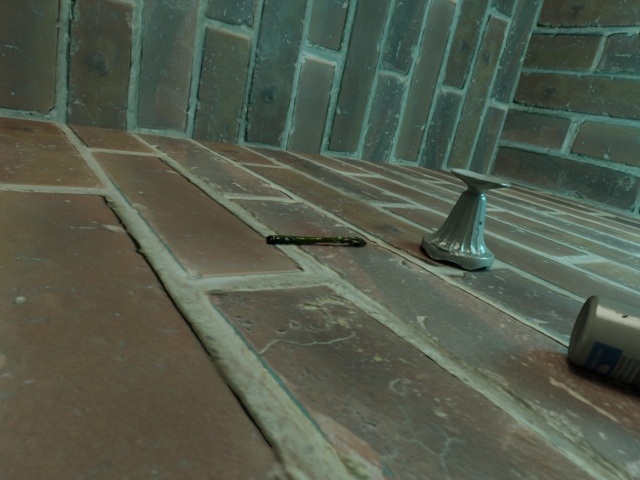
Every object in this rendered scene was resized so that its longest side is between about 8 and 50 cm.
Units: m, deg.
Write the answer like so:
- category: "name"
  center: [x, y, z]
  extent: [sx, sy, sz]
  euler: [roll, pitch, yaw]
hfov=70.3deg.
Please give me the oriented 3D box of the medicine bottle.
- category: "medicine bottle"
  center: [0.431, 0.145, 0.599]
  extent: [0.168, 0.104, 0.105]
  euler: [18, 18, 23]

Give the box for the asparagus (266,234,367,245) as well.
- category: "asparagus"
  center: [0.000, 0.000, 0.926]
  extent: [0.233, 0.023, 0.022]
  euler: [2, 64, -28]

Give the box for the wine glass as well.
- category: "wine glass"
  center: [0.322, -0.048, 1.002]
  extent: [0.165, 0.196, 0.165]
  euler: [10, 19, -4]
